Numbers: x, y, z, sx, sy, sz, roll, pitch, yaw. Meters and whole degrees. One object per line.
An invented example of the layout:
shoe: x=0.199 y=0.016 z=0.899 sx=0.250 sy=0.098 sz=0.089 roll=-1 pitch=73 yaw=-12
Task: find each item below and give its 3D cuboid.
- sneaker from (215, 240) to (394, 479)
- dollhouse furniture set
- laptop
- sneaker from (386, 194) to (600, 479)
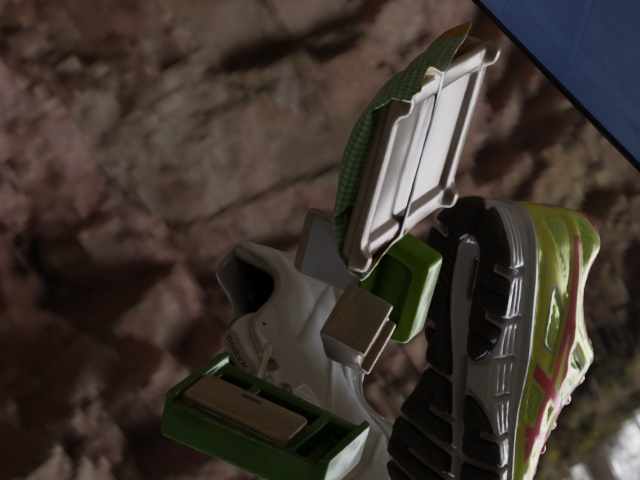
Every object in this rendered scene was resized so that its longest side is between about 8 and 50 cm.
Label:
sneaker: x=-0.018 y=0.123 z=1.444 sx=0.111 sy=0.129 sz=0.297 roll=-44 pitch=-142 yaw=25
dollhouse furniture set: x=0.000 y=0.000 z=0.603 sx=0.058 sy=0.152 sz=0.076 roll=24 pitch=-152 yaw=18
laptop: x=0.176 y=-0.277 z=1.145 sx=0.236 sy=0.408 sz=0.382 roll=13 pitch=-153 yaw=7
sneaker: x=0.098 y=0.074 z=0.985 sx=0.094 sy=0.208 sz=0.081 roll=-11 pitch=-149 yaw=-38
